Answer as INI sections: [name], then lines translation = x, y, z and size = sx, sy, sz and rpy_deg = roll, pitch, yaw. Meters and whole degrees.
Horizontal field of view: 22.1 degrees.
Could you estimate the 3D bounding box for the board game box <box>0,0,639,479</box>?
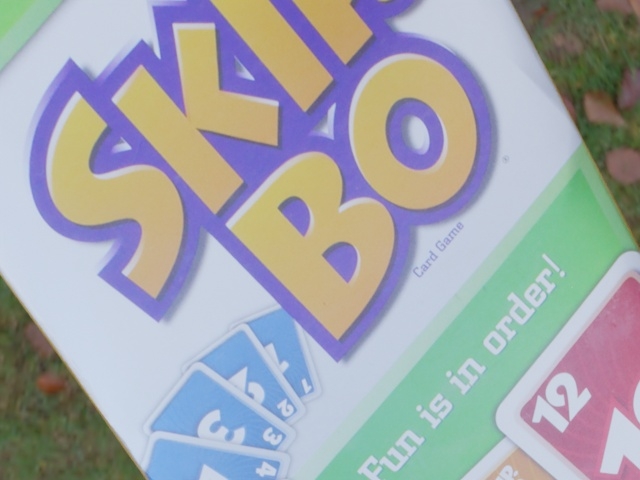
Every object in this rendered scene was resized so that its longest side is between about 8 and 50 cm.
[board game box]
translation = 0.000, 0.000, 0.364
size = 0.124, 0.039, 0.259
rpy_deg = -35, 110, -9
